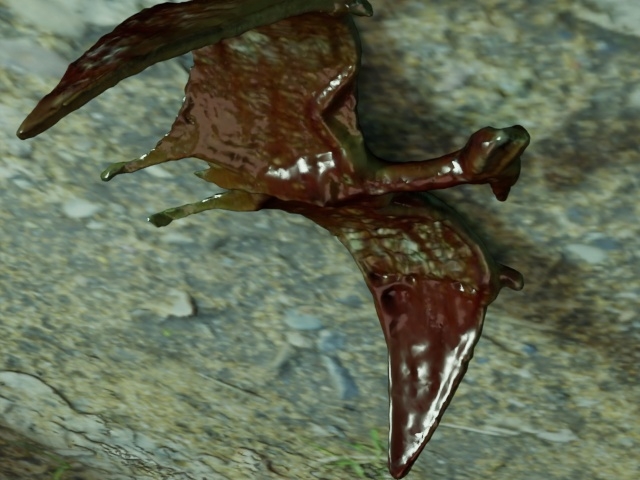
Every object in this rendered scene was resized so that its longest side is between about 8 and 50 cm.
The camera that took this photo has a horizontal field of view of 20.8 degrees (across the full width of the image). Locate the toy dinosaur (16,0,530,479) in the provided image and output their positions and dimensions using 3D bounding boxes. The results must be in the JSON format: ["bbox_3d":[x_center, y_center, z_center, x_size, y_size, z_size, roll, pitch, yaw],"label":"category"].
[{"bbox_3d":[-0.006,0.003,0.789,0.207,0.113,0.327,11,153,3],"label":"toy dinosaur"}]
